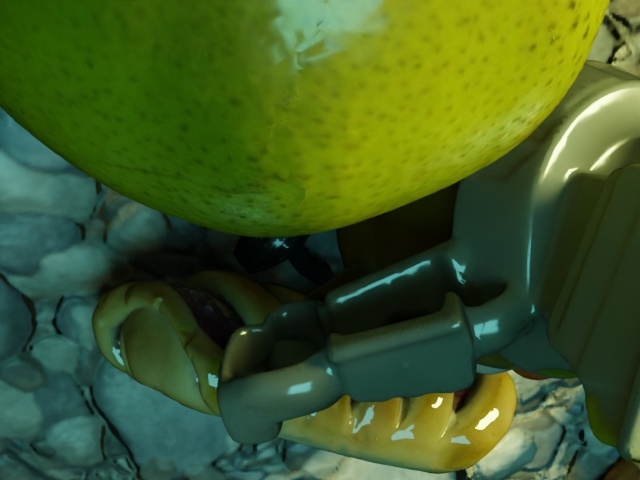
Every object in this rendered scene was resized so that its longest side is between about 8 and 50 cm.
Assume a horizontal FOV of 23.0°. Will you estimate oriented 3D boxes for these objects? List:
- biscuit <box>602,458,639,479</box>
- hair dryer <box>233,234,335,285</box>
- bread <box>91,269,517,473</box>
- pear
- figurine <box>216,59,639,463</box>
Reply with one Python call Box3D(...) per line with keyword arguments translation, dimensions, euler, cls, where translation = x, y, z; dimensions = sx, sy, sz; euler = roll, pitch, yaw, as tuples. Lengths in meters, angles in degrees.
Box3D(translation=(0.331, 0.123, 1.005), dimensions=(0.324, 0.049, 0.205), euler=(-7, 124, -10), cls="biscuit")
Box3D(translation=(0.000, 0.000, 0.868), dimensions=(0.079, 0.031, 0.083), euler=(-40, 136, 5), cls="hair dryer")
Box3D(translation=(-0.005, 0.069, 0.852), dimensions=(0.225, 0.134, 0.081), euler=(20, 84, -24), cls="bread")
Box3D(translation=(-0.026, -0.136, 0.624), dimensions=(0.294, 0.294, 0.294), euler=(-6, 124, -8), cls="pear")
Box3D(translation=(0.117, -0.002, 0.740), dimensions=(0.343, 0.285, 0.167), euler=(-8, 102, -36), cls="figurine")
